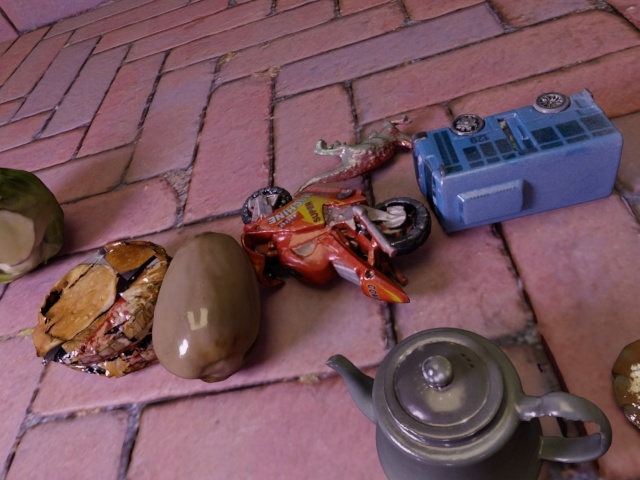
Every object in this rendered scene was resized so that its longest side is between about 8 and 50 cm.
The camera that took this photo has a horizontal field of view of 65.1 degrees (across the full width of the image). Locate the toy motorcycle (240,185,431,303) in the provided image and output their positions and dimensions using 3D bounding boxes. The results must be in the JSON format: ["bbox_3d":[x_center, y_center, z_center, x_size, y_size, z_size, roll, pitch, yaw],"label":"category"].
[{"bbox_3d":[0.000,-0.002,0.690,0.298,0.089,0.171,9,53,29],"label":"toy motorcycle"}]

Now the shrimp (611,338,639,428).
[{"bbox_3d":[0.339,0.154,0.431,0.099,0.041,0.180,-32,45,-8],"label":"shrimp"}]

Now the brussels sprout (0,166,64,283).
[{"bbox_3d":[-0.573,-0.026,0.882,0.244,0.244,0.244,-12,45,12],"label":"brussels sprout"}]

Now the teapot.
[{"bbox_3d":[0.124,0.148,0.451,0.239,0.149,0.162,6,50,28],"label":"teapot"}]

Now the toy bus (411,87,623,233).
[{"bbox_3d":[0.248,-0.098,0.659,0.234,0.116,0.133,-14,48,8],"label":"toy bus"}]

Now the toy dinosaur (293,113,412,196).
[{"bbox_3d":[0.067,-0.131,0.809,0.167,0.053,0.242,26,54,32],"label":"toy dinosaur"}]

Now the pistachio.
[{"bbox_3d":[-0.140,0.082,0.634,0.132,0.129,0.206,5,45,-16],"label":"pistachio"}]

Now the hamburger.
[{"bbox_3d":[-0.291,0.095,0.712,0.231,0.106,0.230,-15,45,15],"label":"hamburger"}]
